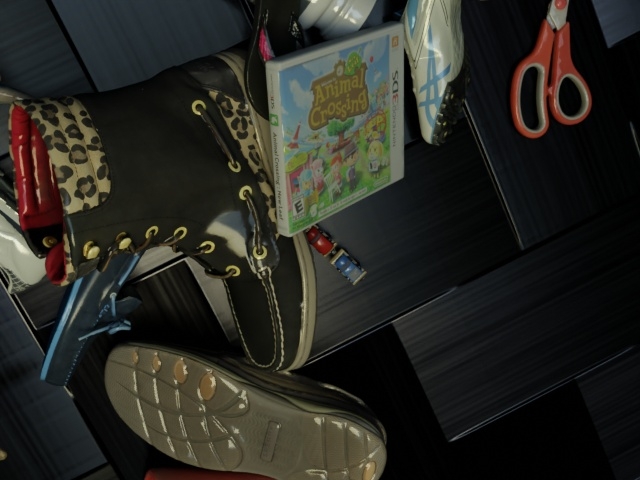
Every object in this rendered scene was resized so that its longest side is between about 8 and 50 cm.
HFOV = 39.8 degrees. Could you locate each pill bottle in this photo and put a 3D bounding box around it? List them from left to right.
[{"bbox_3d":[-0.029,-0.299,0.989,0.180,0.108,0.108,31,95,-16],"label":"pill bottle"}]

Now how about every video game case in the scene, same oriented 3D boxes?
[{"bbox_3d":[0.025,-0.128,0.984,0.212,0.023,0.193,-28,126,-42],"label":"video game case"}]

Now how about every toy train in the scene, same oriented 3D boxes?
[{"bbox_3d":[0.000,0.000,1.099,0.158,0.036,0.027,43,92,-17],"label":"toy train"}]

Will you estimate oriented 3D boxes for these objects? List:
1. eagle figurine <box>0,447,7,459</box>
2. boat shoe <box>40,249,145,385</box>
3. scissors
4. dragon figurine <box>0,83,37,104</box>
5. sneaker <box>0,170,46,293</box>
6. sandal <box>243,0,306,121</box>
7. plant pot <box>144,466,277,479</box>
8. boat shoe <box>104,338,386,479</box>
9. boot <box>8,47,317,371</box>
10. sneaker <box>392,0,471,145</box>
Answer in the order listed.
[{"bbox_3d":[-0.503,0.131,0.954,0.226,0.225,0.298,-26,115,2],"label":"eagle figurine"},{"bbox_3d":[-0.246,0.060,1.030,0.089,0.109,0.258,24,99,-19],"label":"boat shoe"},{"bbox_3d":[0.286,-0.277,1.100,0.109,0.021,0.297,-7,105,-8],"label":"scissors"},{"bbox_3d":[-0.411,-0.170,0.954,0.289,0.144,0.085,8,100,-32],"label":"dragon figurine"},{"bbox_3d":[-0.397,-0.040,0.991,0.095,0.090,0.235,-42,105,10],"label":"sneaker"},{"bbox_3d":[-0.042,-0.208,0.932,0.067,0.040,0.179,-13,116,-36],"label":"sandal"},{"bbox_3d":[-0.075,0.398,1.073,0.243,0.275,0.274,-4,103,-20],"label":"plant pot"},{"bbox_3d":[-0.090,0.208,1.082,0.356,0.130,0.132,21,103,5],"label":"boat shoe"},{"bbox_3d":[-0.159,-0.006,0.953,0.284,0.138,0.377,-18,104,-40],"label":"boot"},{"bbox_3d":[0.131,-0.232,1.060,0.086,0.085,0.237,9,114,28],"label":"sneaker"}]
